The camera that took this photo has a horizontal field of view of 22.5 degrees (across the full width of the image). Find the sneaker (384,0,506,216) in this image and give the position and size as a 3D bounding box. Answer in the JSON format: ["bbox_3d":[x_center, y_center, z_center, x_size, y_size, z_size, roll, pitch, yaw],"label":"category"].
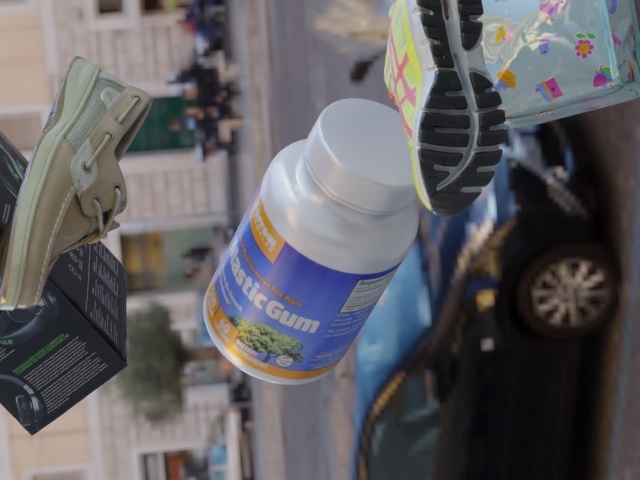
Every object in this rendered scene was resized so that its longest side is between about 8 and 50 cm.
[{"bbox_3d":[0.095,-0.120,1.336,0.094,0.082,0.208,-19,71,62],"label":"sneaker"}]

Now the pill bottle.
[{"bbox_3d":[0.000,0.000,1.512,0.272,0.152,0.152,118,152,-42],"label":"pill bottle"}]

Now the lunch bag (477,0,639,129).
[{"bbox_3d":[0.288,-0.293,2.080,0.160,0.223,0.262,5,-107,-60],"label":"lunch bag"}]

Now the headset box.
[{"bbox_3d":[-0.333,0.014,1.637,0.283,0.131,0.246,50,-172,-22],"label":"headset box"}]

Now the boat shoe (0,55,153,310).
[{"bbox_3d":[-0.223,-0.050,1.482,0.302,0.098,0.109,-79,13,-46],"label":"boat shoe"}]
